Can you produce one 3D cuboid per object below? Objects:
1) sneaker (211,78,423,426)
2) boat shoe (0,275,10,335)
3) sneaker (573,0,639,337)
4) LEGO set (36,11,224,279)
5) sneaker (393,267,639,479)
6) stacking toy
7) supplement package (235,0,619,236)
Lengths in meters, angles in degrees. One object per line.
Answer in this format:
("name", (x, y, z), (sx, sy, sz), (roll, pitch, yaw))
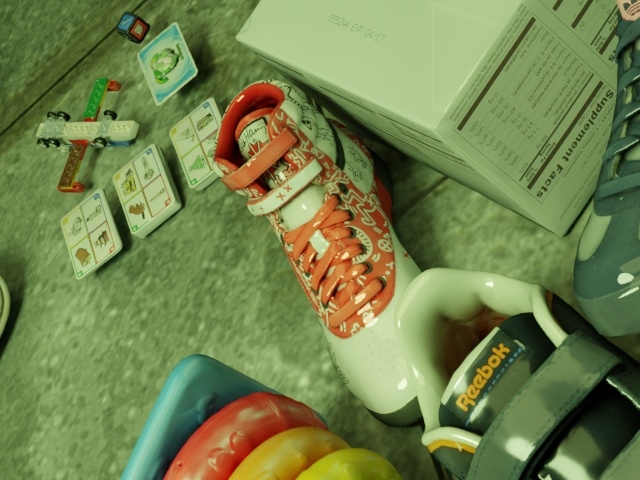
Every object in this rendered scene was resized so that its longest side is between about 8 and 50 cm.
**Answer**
("sneaker", (-0.001, 0.000, 1.142), (0.090, 0.145, 0.270), (-38, 39, 20))
("boat shoe", (-0.373, 0.168, 1.460), (0.095, 0.112, 0.335), (-24, 37, 59))
("sneaker", (0.195, -0.088, 0.947), (0.112, 0.131, 0.319), (-19, 30, 43))
("LEGO set", (-0.165, -0.093, 1.498), (0.182, 0.060, 0.244), (-38, 48, 15))
("sneaker", (0.143, 0.118, 0.909), (0.126, 0.127, 0.321), (-52, 38, 0))
("stacking toy", (0.030, 0.193, 0.976), (0.301, 0.175, 0.166), (15, 78, 37))
("supplement package", (0.104, -0.156, 1.153), (0.204, 0.145, 0.262), (-56, 37, -2))
